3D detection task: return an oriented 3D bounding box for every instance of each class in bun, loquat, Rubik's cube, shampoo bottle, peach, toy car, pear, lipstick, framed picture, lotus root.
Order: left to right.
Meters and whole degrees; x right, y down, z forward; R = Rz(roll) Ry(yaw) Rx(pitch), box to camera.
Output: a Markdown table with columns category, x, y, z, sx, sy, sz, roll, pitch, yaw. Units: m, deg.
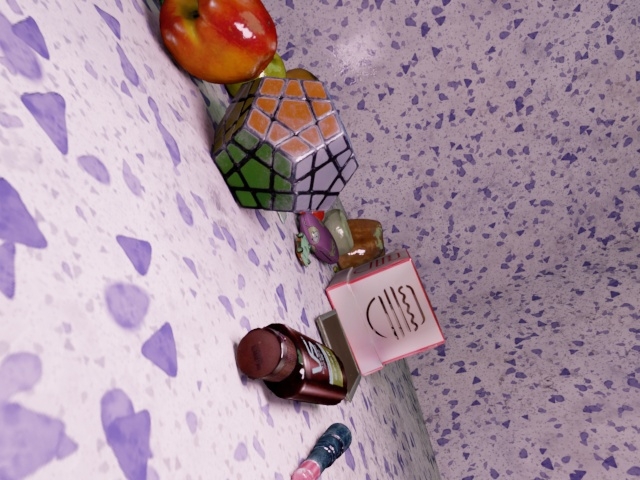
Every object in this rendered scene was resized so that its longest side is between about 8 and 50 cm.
| category | x | y | z | sx | sy | sz | roll | pitch | yaw |
| --- | --- | --- | --- | --- | --- | --- | --- | --- | --- |
| peach | -0.194 | -0.419 | 0.923 | 0.243 | 0.243 | 0.200 | -24 | 128 | -81 |
| pear | -0.169 | -0.475 | 1.281 | 0.180 | 0.216 | 0.166 | 9 | 51 | -42 |
| Rubik's cube | -0.075 | -0.198 | 0.984 | 0.319 | 0.264 | 0.319 | -23 | 90 | -81 |
| shampoo bottle | -0.036 | 0.214 | 0.786 | 0.129 | 0.084 | 0.323 | 69 | 9 | 28 |
| loquat | -0.087 | -0.650 | 2.085 | 0.263 | 0.263 | 0.263 | -23 | 90 | -81 |
| toy car | -0.052 | 0.028 | 1.317 | 0.122 | 0.035 | 0.059 | -88 | 155 | -50 |
| lipstick | 0.000 | 0.363 | 0.777 | 0.053 | 0.053 | 0.234 | 70 | 13 | 14 |
| bun | 0.060 | -0.034 | 1.869 | 0.195 | 0.118 | 0.195 | -17 | 90 | -78 |
| framed picture | 0.054 | 0.312 | 1.295 | 0.296 | 0.019 | 0.232 | 26 | 43 | -78 |
| lotus root | 0.178 | 0.050 | 2.099 | 0.316 | 0.250 | 0.316 | -15 | 90 | -89 |

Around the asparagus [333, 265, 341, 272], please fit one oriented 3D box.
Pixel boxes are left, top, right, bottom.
| category | x | y | z | sx | sy | sz | roll | pitch | yaw |
| --- | --- | --- | --- | --- | --- | --- | --- | --- | --- |
| asparagus | 0.071 | 0.125 | 1.852 | 0.108 | 0.021 | 0.025 | 47 | 26 | -68 |

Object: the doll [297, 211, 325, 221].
| category | x | y | z | sx | sy | sz | roll | pitch | yaw |
| --- | --- | --- | --- | --- | --- | --- | --- | --- | --- |
| doll | -0.035 | -0.098 | 1.594 | 0.227 | 0.075 | 0.102 | 16 | 65 | -66 |

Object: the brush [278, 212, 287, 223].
| category | x | y | z | sx | sy | sz | roll | pitch | yaw |
| --- | --- | --- | --- | --- | --- | --- | --- | --- | --- |
| brush | -0.146 | -0.152 | 1.281 | 0.082 | 0.010 | 0.218 | -86 | 151 | -70 |

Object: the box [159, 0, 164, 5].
| category | x | y | z | sx | sy | sz | roll | pitch | yaw |
| --- | --- | --- | --- | --- | --- | --- | --- | --- | --- |
| box | -0.298 | -0.567 | 1.101 | 0.250 | 0.103 | 0.180 | 42 | 27 | -74 |

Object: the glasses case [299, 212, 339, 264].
| category | x | y | z | sx | sy | sz | roll | pitch | yaw |
| --- | --- | --- | --- | --- | --- | --- | --- | --- | --- |
| glasses case | 0.000 | 0.000 | 1.554 | 0.316 | 0.075 | 0.123 | 45 | 25 | -68 |

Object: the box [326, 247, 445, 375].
| category | x | y | z | sx | sy | sz | roll | pitch | yaw |
| --- | --- | --- | --- | --- | --- | --- | --- | --- | --- |
| box | 0.224 | 0.228 | 1.594 | 0.312 | 0.300 | 0.314 | -36 | 103 | -80 |
